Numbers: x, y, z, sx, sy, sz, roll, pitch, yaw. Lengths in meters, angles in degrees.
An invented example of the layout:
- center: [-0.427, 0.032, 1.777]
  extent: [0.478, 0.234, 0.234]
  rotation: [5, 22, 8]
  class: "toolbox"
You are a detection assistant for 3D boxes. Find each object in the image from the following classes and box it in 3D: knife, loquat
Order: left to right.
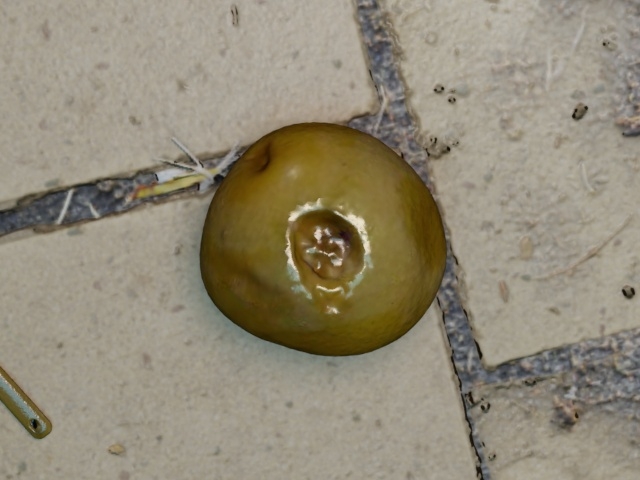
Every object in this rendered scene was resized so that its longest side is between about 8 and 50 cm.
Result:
- center: [-0.344, 0.092, 1.689]
  extent: [0.046, 0.022, 0.256]
  rotation: [-38, 99, 13]
  class: "knife"
- center: [0.005, -0.001, 1.576]
  extent: [0.213, 0.213, 0.213]
  rotation: [0, 103, 1]
  class: "loquat"
